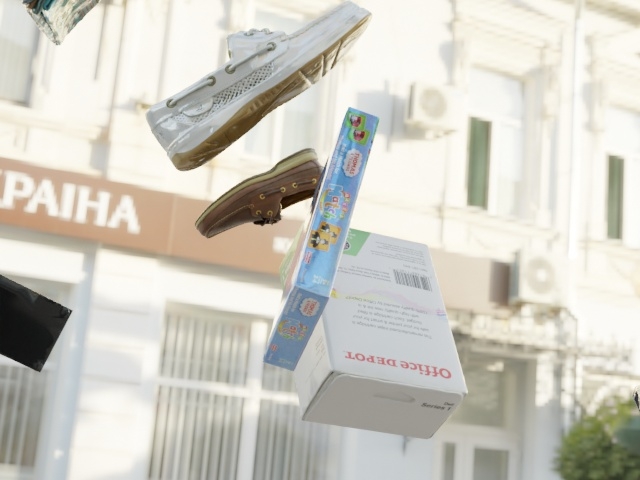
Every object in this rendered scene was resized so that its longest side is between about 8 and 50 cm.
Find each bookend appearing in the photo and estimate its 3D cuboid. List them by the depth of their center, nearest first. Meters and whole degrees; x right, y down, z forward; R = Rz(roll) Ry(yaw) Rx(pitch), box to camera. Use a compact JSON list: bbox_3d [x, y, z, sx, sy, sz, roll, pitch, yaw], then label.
[{"bbox_3d":[-0.363,0.060,1.169,0.157,0.072,0.156,32,-11,-29],"label":"bookend"}]

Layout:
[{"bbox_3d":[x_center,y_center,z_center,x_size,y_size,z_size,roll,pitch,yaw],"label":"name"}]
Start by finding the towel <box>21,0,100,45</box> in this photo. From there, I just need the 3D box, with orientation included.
[{"bbox_3d":[-0.297,-0.391,1.568,0.040,0.271,0.370,43,-5,-8],"label":"towel"}]

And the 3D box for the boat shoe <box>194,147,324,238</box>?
[{"bbox_3d":[-0.069,-0.048,1.390,0.178,0.060,0.064,-30,-11,-11],"label":"boat shoe"}]

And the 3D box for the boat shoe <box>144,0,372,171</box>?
[{"bbox_3d":[-0.070,-0.192,1.237,0.277,0.096,0.098,-36,-8,-9],"label":"boat shoe"}]

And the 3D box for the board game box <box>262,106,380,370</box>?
[{"bbox_3d":[0.000,0.000,1.096,0.039,0.212,0.160,19,-33,-3],"label":"board game box"}]

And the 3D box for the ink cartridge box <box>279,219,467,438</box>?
[{"bbox_3d":[0.066,0.121,1.558,0.201,0.278,0.117,12,-48,-22],"label":"ink cartridge box"}]

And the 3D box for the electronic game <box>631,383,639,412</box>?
[{"bbox_3d":[0.207,0.174,0.544,0.048,0.229,0.229,-25,-22,11],"label":"electronic game"}]
